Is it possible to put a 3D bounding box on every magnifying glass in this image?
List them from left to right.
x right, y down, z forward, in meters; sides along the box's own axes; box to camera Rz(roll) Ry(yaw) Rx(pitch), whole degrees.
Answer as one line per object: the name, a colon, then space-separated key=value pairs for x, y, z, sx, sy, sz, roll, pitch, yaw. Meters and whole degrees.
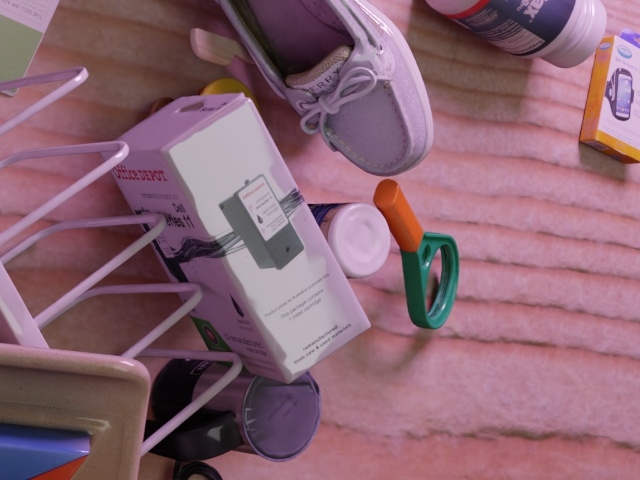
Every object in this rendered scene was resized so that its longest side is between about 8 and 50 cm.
magnifying glass: x=0.090 y=0.010 z=1.521 sx=0.231 sy=0.026 sz=0.092 roll=59 pitch=46 yaw=-59

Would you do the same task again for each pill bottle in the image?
pill bottle: x=0.000 y=0.000 z=1.452 sx=0.067 sy=0.120 sz=0.067 roll=0 pitch=89 yaw=-39
pill bottle: x=0.197 y=-0.243 z=1.621 sx=0.180 sy=0.108 sz=0.108 roll=23 pitch=76 yaw=-37

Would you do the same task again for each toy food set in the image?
toy food set: x=-0.103 y=-0.069 z=1.411 sx=0.128 sy=0.071 sz=0.218 roll=-9 pitch=98 yaw=-63

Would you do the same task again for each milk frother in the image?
milk frother: x=-0.072 y=0.176 z=1.385 sx=0.129 sy=0.134 sz=0.143 roll=-45 pitch=116 yaw=-29

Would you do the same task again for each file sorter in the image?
file sorter: x=-0.216 y=0.026 z=1.235 sx=0.173 sy=0.192 sz=0.278 roll=-40 pitch=114 yaw=-34

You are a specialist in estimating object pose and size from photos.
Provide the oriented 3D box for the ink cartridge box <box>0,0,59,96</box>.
ink cartridge box: x=-0.266 y=-0.253 z=1.281 sx=0.171 sy=0.056 sz=0.235 roll=22 pitch=101 yaw=-38

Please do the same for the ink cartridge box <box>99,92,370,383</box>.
ink cartridge box: x=-0.070 y=-0.004 z=1.276 sx=0.087 sy=0.153 sz=0.208 roll=-33 pitch=106 yaw=-21

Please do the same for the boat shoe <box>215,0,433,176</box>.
boat shoe: x=-0.019 y=-0.181 z=1.383 sx=0.320 sy=0.118 sz=0.103 roll=58 pitch=32 yaw=-15

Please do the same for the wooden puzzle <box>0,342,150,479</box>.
wooden puzzle: x=-0.294 y=0.231 z=1.104 sx=0.322 sy=0.080 sz=0.348 roll=7 pitch=104 yaw=-11

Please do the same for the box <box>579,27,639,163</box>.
box: x=0.328 y=-0.160 z=1.779 sx=0.081 sy=0.028 sz=0.136 roll=21 pitch=74 yaw=-37
